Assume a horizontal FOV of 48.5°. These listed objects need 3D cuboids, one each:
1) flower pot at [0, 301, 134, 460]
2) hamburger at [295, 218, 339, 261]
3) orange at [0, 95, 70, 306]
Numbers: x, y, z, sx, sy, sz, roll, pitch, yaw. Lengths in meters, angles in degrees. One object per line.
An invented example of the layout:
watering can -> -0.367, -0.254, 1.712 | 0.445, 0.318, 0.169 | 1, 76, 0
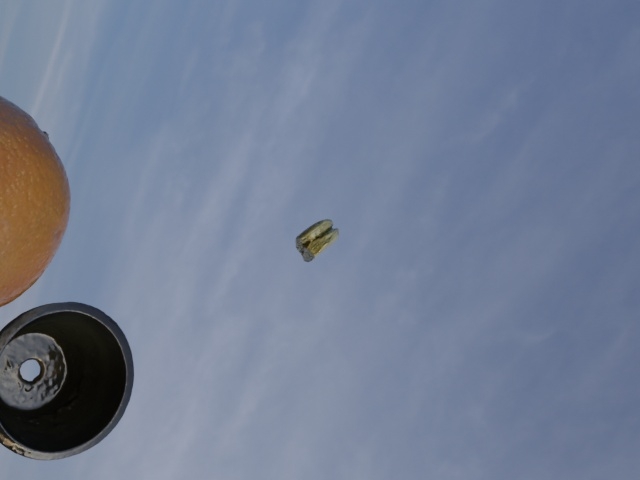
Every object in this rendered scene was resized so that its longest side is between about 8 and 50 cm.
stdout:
flower pot -> -0.483, 0.236, 1.251 | 0.166, 0.269, 0.269 | -1, -97, 50
hamburger -> -0.002, -0.003, 1.367 | 0.054, 0.084, 0.121 | 48, -14, 7
orange -> -0.402, -0.041, 0.768 | 0.264, 0.264, 0.264 | -11, -105, 51
